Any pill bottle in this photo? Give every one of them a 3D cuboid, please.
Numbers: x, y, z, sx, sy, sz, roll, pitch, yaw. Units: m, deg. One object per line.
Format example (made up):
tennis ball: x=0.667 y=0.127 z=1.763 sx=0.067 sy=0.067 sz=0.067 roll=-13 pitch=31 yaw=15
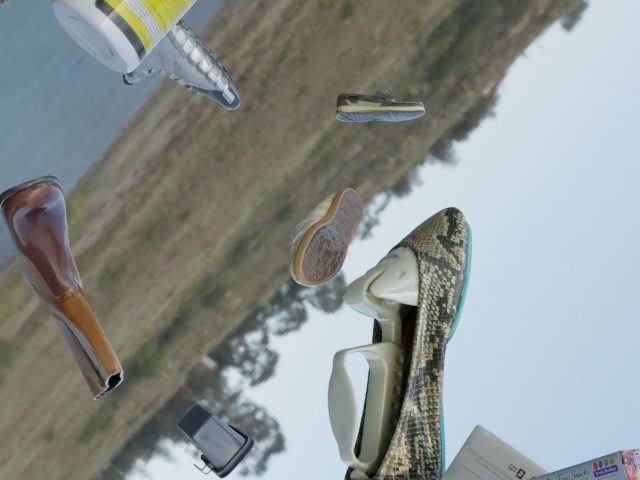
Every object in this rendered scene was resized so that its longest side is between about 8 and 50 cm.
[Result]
pill bottle: x=-0.196 y=-0.303 z=1.186 sx=0.208 sy=0.119 sz=0.119 roll=-51 pitch=-172 yaw=-14

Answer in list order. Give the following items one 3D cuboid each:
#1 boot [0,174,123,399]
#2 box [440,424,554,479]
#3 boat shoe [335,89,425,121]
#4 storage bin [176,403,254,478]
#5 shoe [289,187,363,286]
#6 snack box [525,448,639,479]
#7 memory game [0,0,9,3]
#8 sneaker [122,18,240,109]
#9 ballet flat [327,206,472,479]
boot: x=-0.357 y=0.072 z=1.447 sx=0.096 sy=0.280 sz=0.264 roll=-20 pitch=162 yaw=-28
box: x=0.236 y=0.360 z=1.294 sx=0.181 sy=0.119 sz=0.182 roll=31 pitch=-95 yaw=43
boat shoe: x=0.101 y=-0.232 z=1.765 sx=0.056 sy=0.152 sz=0.049 roll=98 pitch=-8 yaw=-77
storage bin: x=-0.191 y=0.339 z=1.774 sx=0.098 sy=0.091 sz=0.135 roll=-48 pitch=-163 yaw=-13
shoe: x=0.000 y=0.000 z=1.463 sx=0.058 sy=0.076 sz=0.219 roll=-16 pitch=-158 yaw=31
snack box: x=0.263 y=0.217 z=0.941 sx=0.141 sy=0.100 sz=0.037 roll=-39 pitch=-122 yaw=54
memory game: x=-0.493 y=-0.460 z=1.608 sx=0.012 sy=0.186 sz=0.186 roll=-7 pitch=157 yaw=-37
sneaker: x=-0.237 y=-0.267 z=1.620 sx=0.132 sy=0.228 sz=0.086 roll=-36 pitch=-153 yaw=10
ballet flat: x=0.105 y=0.161 z=1.473 sx=0.164 sy=0.182 sz=0.482 roll=-22 pitch=-124 yaw=62
